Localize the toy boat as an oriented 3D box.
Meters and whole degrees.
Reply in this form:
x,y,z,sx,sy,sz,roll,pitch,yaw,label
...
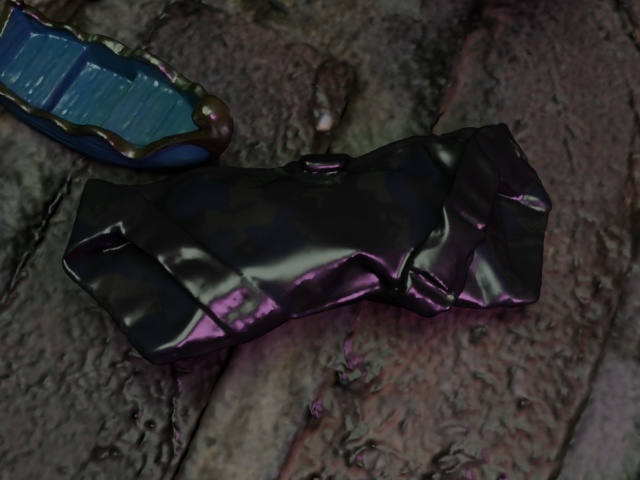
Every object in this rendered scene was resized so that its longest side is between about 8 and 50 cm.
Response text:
x,y,z,sx,sy,sz,roll,pitch,yaw,label
-0.138,-0.097,0.816,0.185,0.077,0.075,27,68,12,toy boat

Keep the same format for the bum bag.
x,y,z,sx,sy,sz,roll,pitch,yaw,label
0.000,0.000,0.773,0.310,0.074,0.137,-10,54,-10,bum bag
